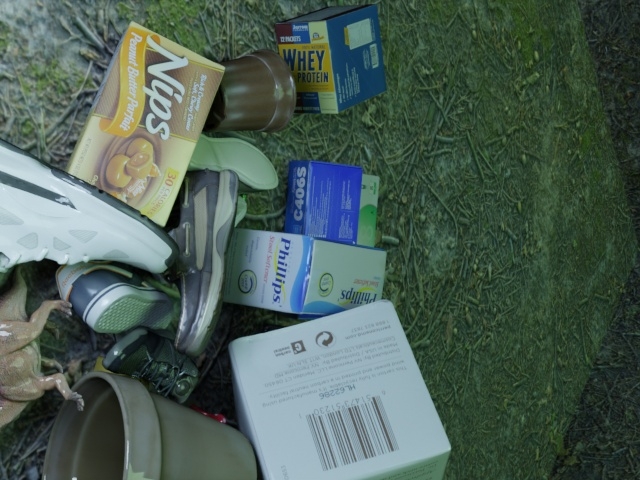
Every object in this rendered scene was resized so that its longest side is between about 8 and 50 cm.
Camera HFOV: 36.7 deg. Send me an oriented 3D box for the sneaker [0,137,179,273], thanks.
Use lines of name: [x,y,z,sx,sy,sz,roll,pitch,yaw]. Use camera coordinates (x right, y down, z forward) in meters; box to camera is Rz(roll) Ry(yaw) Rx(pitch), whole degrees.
sneaker: [-0.451,0.006,1.455,0.448,0.169,0.257,28,85,-25]

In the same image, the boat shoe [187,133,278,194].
boat shoe: [-0.200,-0.139,1.879,0.305,0.091,0.109,9,55,-55]

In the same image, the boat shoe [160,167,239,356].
boat shoe: [-0.227,0.033,1.695,0.132,0.130,0.355,103,-5,-62]

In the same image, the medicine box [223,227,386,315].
medicine box: [-0.061,0.064,1.927,0.263,0.289,0.149,10,87,-54]

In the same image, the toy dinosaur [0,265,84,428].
toy dinosaur: [-0.494,0.188,1.509,0.200,0.127,0.295,-5,88,-31]

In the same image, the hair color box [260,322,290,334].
hair color box: [-0.070,0.239,2.126,0.141,0.072,0.043,53,54,-42]

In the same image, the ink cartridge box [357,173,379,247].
ink cartridge box: [0.054,-0.073,2.268,0.225,0.056,0.181,3,92,-56]

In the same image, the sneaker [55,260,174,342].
sneaker: [-0.352,0.101,1.670,0.126,0.127,0.321,-47,165,-7]

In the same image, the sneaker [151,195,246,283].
sneaker: [-0.238,-0.004,1.834,0.232,0.090,0.115,-35,152,-18]

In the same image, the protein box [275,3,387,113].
protein box: [0.027,-0.398,2.111,0.201,0.136,0.199,-32,120,-47]

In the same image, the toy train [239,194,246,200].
toy train: [-0.164,-0.093,1.990,0.017,0.024,0.083,2,93,-54]

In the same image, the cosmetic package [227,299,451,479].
cosmetic package: [0.024,0.380,1.857,0.329,0.327,0.393,-14,146,-12]

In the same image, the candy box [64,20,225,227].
candy box: [-0.307,-0.193,1.665,0.183,0.087,0.316,24,72,-20]

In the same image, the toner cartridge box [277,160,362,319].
toner cartridge box: [0.000,0.000,2.161,0.165,0.075,0.347,4,92,-41]

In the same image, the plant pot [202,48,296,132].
plant pot: [-0.162,-0.281,1.863,0.165,0.167,0.167,-15,107,-44]

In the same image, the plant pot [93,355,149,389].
plant pot: [-0.354,0.260,1.731,0.081,0.083,0.081,29,71,-51]

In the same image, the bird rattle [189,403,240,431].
bird rattle: [-0.235,0.445,1.837,0.253,0.207,0.143,-26,134,-39]

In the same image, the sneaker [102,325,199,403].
sneaker: [-0.284,0.219,1.679,0.087,0.130,0.227,-48,164,6]

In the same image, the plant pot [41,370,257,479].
plant pot: [-0.270,0.397,1.602,0.280,0.323,0.323,15,82,-34]
